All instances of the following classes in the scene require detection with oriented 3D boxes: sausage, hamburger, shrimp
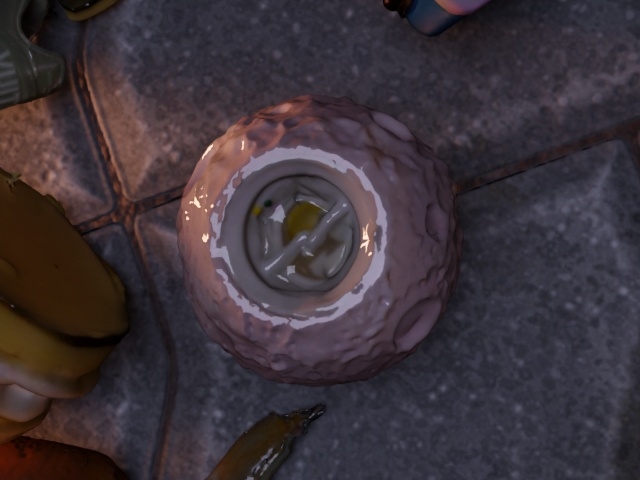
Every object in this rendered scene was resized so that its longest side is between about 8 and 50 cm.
[{"bbox_3d":[-0.345,0.230,1.253,0.330,0.102,0.102,6,88,11],"label":"sausage"},{"bbox_3d":[-0.341,0.071,1.190,0.276,0.276,0.237,47,106,10],"label":"hamburger"},{"bbox_3d":[-0.063,0.310,1.207,0.185,0.068,0.287,-11,65,13],"label":"shrimp"}]

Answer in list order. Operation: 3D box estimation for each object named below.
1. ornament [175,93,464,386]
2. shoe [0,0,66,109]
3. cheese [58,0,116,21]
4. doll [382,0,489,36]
[{"bbox_3d":[0.000,0.000,1.136,0.259,0.225,0.259,-1,86,10],"label":"ornament"},{"bbox_3d":[-0.345,-0.244,1.289,0.149,0.109,0.293,-10,62,-28],"label":"shoe"},{"bbox_3d":[-0.199,-0.292,1.286,0.162,0.036,0.086,-29,79,8],"label":"cheese"},{"bbox_3d":[0.067,-0.345,1.146,0.284,0.240,0.310,-40,95,-34],"label":"doll"}]
